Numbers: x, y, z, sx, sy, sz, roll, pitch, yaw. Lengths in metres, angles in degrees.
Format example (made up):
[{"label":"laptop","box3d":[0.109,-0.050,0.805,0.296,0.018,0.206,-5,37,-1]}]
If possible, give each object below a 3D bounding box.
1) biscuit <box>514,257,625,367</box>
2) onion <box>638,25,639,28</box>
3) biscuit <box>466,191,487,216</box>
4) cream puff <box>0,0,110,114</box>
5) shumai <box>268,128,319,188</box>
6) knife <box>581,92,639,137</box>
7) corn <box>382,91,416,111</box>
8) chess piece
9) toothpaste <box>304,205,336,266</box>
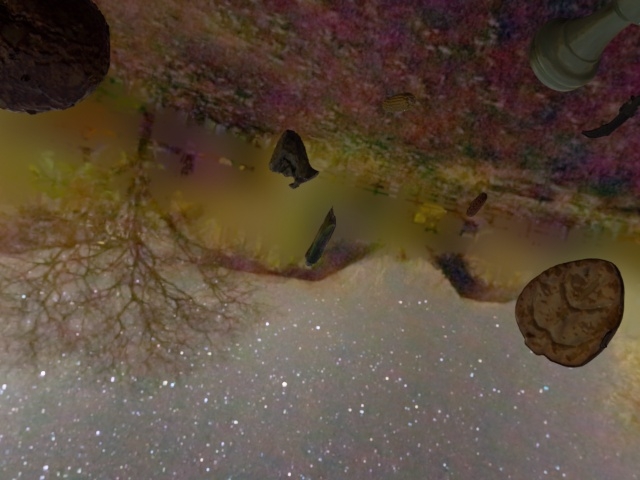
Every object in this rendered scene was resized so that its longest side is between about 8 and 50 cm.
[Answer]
[{"label":"biscuit","box3d":[0.535,0.148,0.943,0.041,0.260,0.203,8,-147,-35]},{"label":"onion","box3d":[0.887,-0.589,1.148,0.097,0.107,0.107,13,-177,44]},{"label":"biscuit","box3d":[0.501,-0.117,1.421,0.015,0.091,0.078,32,-164,-8]},{"label":"cream puff","box3d":[-0.279,-0.192,0.420,0.149,0.149,0.084,13,162,9]},{"label":"shumai","box3d":[-0.037,-0.128,0.707,0.080,0.082,0.083,23,161,-14]},{"label":"knife","box3d":[0.657,-0.277,0.941,0.045,0.021,0.222,46,156,5]},{"label":"corn","box3d":[0.298,-0.526,1.685,0.067,0.067,0.206,11,-171,-21]},{"label":"chess piece","box3d":[0.671,-0.509,1.048,0.194,0.195,0.299,11,166,-14]},{"label":"toothpaste","box3d":[0.000,0.000,1.387,0.047,0.248,0.078,9,-133,-18]}]
